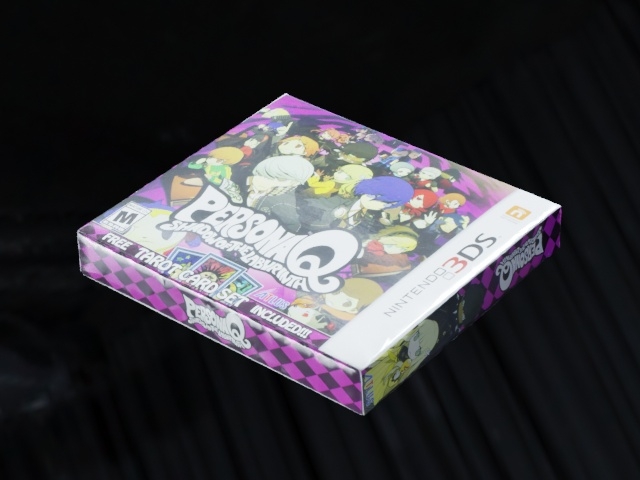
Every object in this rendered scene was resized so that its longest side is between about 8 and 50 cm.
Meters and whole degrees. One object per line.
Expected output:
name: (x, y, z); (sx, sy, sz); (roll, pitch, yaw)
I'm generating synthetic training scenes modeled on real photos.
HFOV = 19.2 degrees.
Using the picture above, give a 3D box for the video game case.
video game case: (0.000, 0.000, 1.203); (0.210, 0.232, 0.042); (-36, -42, -38)
